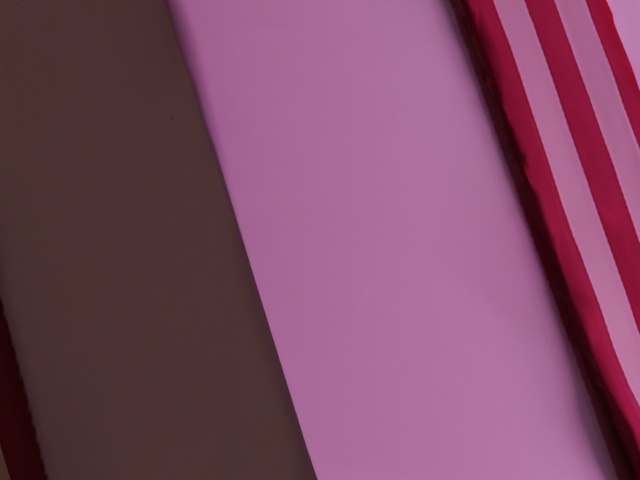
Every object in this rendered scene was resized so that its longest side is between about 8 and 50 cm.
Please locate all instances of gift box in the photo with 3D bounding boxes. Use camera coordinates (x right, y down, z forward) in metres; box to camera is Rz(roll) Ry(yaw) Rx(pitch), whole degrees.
[{"bbox_3d":[-0.041,-0.010,0.485,0.276,0.258,0.255,-30,160,38],"label":"gift box"}]
